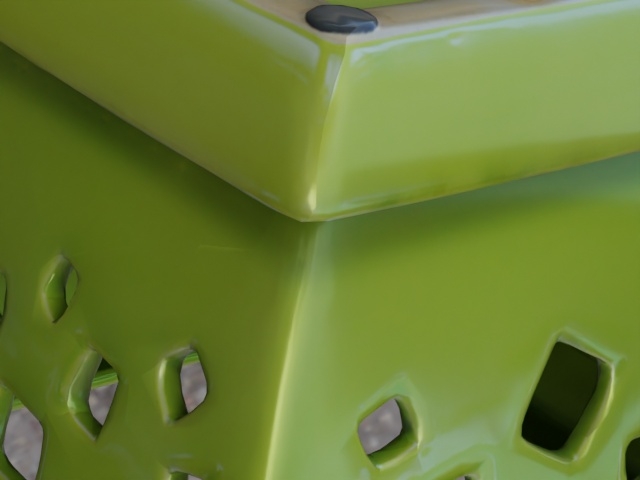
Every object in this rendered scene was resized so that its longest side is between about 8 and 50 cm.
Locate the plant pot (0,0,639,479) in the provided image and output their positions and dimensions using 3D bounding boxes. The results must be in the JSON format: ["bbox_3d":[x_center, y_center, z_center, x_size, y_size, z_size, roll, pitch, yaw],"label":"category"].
[{"bbox_3d":[0.000,0.000,0.560,0.228,0.227,0.207,-14,123,-38],"label":"plant pot"}]
